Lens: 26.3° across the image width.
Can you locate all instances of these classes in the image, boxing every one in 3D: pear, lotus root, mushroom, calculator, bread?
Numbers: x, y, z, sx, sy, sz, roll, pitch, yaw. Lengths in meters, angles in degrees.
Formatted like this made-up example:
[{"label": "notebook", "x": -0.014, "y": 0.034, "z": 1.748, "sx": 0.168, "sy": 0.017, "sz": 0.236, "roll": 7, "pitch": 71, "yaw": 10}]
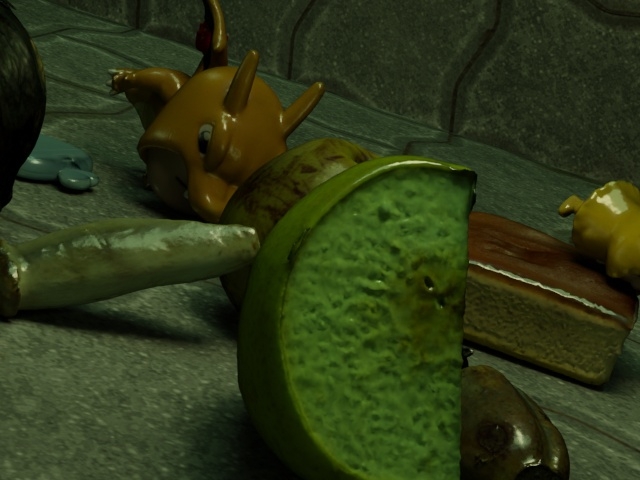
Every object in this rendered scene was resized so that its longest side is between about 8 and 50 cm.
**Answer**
[{"label": "pear", "x": 0.000, "y": 0.000, "z": 1.794, "sx": 0.283, "sy": 0.284, "sz": 0.283, "roll": 15, "pitch": 15, "yaw": -4}, {"label": "lotus root", "x": 0.187, "y": 0.219, "z": 1.465, "sx": 0.124, "sy": 0.123, "sz": 0.241, "roll": 29, "pitch": 14, "yaw": -18}, {"label": "pear", "x": 0.019, "y": 0.093, "z": 1.435, "sx": 0.238, "sy": 0.343, "sz": 0.318, "roll": 5, "pitch": -7, "yaw": -14}, {"label": "mushroom", "x": -0.242, "y": 0.021, "z": 1.642, "sx": 0.333, "sy": 0.087, "sz": 0.107, "roll": -12, "pitch": 51, "yaw": -12}, {"label": "calculator", "x": -0.485, "y": -0.145, "z": 2.252, "sx": 0.302, "sy": 0.042, "sz": 0.188, "roll": 21, "pitch": 14, "yaw": 29}, {"label": "bread", "x": 0.311, "y": 0.077, "z": 2.083, "sx": 0.333, "sy": 0.143, "sz": 0.323, "roll": 19, "pitch": 16, "yaw": 9}]

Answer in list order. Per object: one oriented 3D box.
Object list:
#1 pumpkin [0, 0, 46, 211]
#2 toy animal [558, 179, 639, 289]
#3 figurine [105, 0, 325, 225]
[{"label": "pumpkin", "x": -0.564, "y": -0.178, "z": 1.691, "sx": 0.454, "sy": 0.344, "sz": 0.454, "roll": 5, "pitch": 18, "yaw": -2}, {"label": "toy animal", "x": 0.457, "y": -0.010, "z": 2.025, "sx": 0.156, "sy": 0.156, "sz": 0.229, "roll": 3, "pitch": 19, "yaw": -40}, {"label": "figurine", "x": -0.193, "y": -0.217, "z": 2.262, "sx": 0.268, "sy": 0.401, "sz": 0.387, "roll": -15, "pitch": 23, "yaw": -27}]
